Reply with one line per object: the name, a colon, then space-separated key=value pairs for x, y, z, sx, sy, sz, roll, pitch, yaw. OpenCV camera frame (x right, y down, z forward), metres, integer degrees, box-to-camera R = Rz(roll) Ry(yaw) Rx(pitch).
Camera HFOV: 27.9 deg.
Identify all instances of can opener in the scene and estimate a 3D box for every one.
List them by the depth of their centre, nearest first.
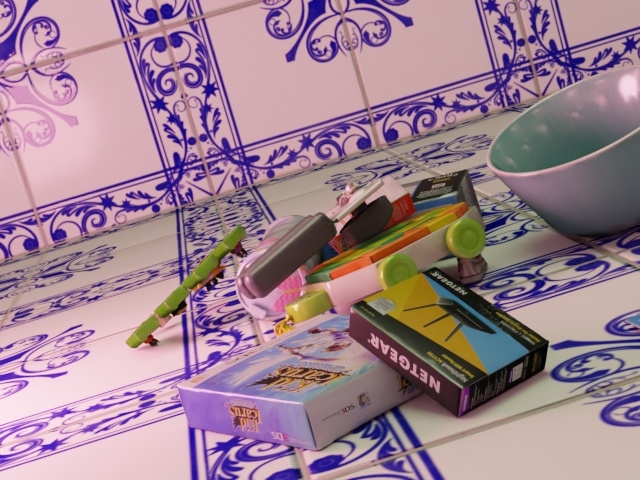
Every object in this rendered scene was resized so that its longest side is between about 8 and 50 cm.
can opener: x=0.000 y=0.000 z=1.908 sx=0.280 sy=0.093 sz=0.074 roll=-36 pitch=7 yaw=-22

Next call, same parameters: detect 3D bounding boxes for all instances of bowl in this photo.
bowl: x=0.424 y=-0.120 z=1.932 sx=0.311 sy=0.163 sz=0.311 roll=-27 pitch=20 yaw=11

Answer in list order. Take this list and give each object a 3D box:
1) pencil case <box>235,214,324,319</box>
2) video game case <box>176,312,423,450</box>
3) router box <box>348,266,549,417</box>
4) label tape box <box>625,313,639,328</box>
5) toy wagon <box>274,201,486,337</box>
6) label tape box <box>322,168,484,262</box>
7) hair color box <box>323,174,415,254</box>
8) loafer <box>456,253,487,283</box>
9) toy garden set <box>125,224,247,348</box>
pencil case: x=-0.062 y=0.041 z=2.086 sx=0.124 sy=0.113 sz=0.273 roll=-47 pitch=4 yaw=13
video game case: x=0.002 y=0.157 z=1.514 sx=0.244 sy=0.061 sz=0.269 roll=-25 pitch=13 yaw=-34
router box: x=0.137 y=0.106 z=1.401 sx=0.133 sy=0.046 sz=0.179 roll=-24 pitch=41 yaw=-33
label tape box: x=0.485 y=0.027 z=1.300 sx=0.249 sy=0.115 sz=0.347 roll=-19 pitch=12 yaw=-12
toy wagon: x=0.076 y=0.043 z=1.881 sx=0.344 sy=0.068 sz=0.267 roll=-26 pitch=5 yaw=-21
label tape box: x=0.146 y=-0.040 z=2.224 sx=0.240 sy=0.106 sz=0.334 roll=-13 pitch=11 yaw=14
hair color box: x=0.071 y=-0.040 z=2.030 sx=0.141 sy=0.043 sz=0.072 roll=-30 pitch=37 yaw=-10
loafer: x=0.222 y=0.031 z=1.905 sx=0.045 sy=0.039 sz=0.125 roll=-15 pitch=10 yaw=9
toy garden set: x=-0.217 y=0.094 z=2.096 sx=0.244 sy=0.049 sz=0.204 roll=-47 pitch=4 yaw=-19
